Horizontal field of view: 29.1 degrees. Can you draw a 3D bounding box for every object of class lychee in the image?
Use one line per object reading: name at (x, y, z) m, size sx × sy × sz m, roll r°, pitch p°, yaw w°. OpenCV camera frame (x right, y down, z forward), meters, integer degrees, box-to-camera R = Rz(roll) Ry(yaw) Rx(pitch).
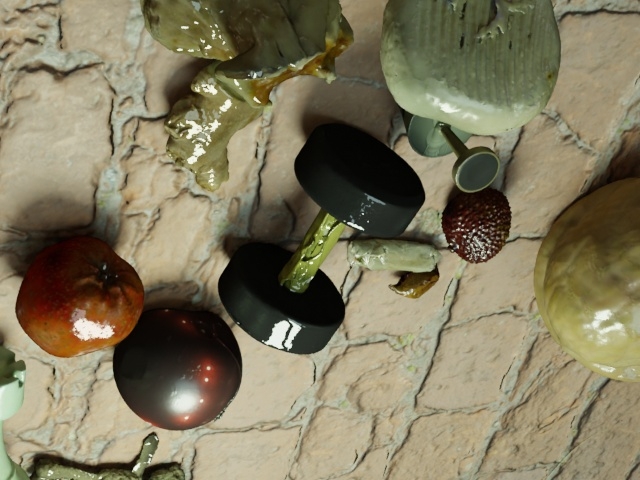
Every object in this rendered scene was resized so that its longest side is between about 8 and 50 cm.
lychee at (0.263, -0.029, 2.062) m, size 0.129 × 0.123 × 0.123 m, roll -41°, pitch 134°, yaw 13°

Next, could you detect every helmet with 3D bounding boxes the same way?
helmet at (-0.234, 0.210, 2.004) m, size 0.216 × 0.193 × 0.189 m, roll 39°, pitch 110°, yaw -13°

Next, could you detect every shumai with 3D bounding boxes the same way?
shumai at (-0.069, -0.312, 1.551) m, size 0.267 × 0.262 × 0.314 m, roll 17°, pitch 118°, yaw -37°

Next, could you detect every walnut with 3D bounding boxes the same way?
walnut at (0.559, 0.069, 2.155) m, size 0.381 × 0.381 × 0.381 m, roll -14°, pitch 133°, yaw -15°

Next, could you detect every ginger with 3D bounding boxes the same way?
ginger at (-0.164, -0.161, 1.774) m, size 0.137 × 0.074 × 0.213 m, roll 6°, pitch 132°, yaw -30°

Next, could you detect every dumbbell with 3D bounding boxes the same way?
dumbbell at (0.000, 0.000, 1.901) m, size 0.203 × 0.204 × 0.322 m, roll 14°, pitch 122°, yaw -35°

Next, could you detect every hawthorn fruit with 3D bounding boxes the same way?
hawthorn fruit at (-0.369, 0.097, 1.835) m, size 0.179 × 0.179 × 0.200 m, roll 21°, pitch 130°, yaw -38°

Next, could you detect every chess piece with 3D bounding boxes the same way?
chess piece at (-0.541, 0.317, 1.948) m, size 0.194 × 0.194 × 0.299 m, roll 0°, pitch 120°, yaw -26°

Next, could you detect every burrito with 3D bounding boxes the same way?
burrito at (0.127, 0.027, 2.098) m, size 0.188 × 0.045 × 0.058 m, roll 2°, pitch 135°, yaw -30°

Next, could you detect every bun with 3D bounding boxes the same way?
bun at (0.209, -0.278, 1.741) m, size 0.272 × 0.273 × 0.168 m, roll -15°, pitch 174°, yaw -13°

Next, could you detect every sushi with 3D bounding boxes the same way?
sushi at (0.165, 0.072, 2.159) m, size 0.099 × 0.047 × 0.050 m, roll -25°, pitch 150°, yaw -28°

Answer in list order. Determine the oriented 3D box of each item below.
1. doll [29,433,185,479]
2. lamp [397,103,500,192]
doll at (-0.372, 0.455, 2.208) m, size 0.285 × 0.091 × 0.203 m, roll -12°, pitch 101°, yaw -31°
lamp at (0.193, -0.163, 1.841) m, size 0.121 × 0.215 × 0.121 m, roll -14°, pitch 131°, yaw -16°
